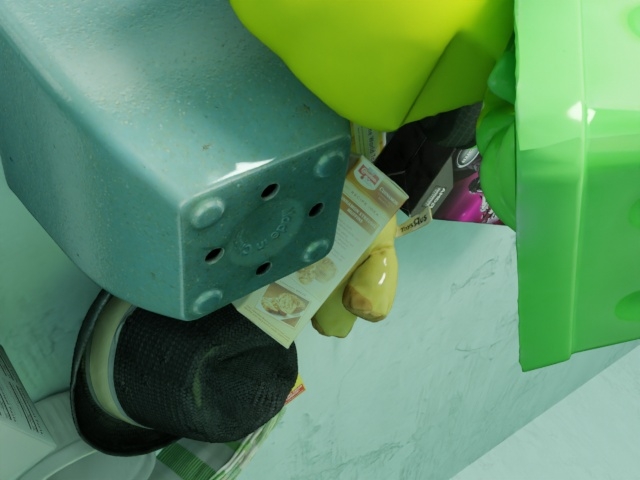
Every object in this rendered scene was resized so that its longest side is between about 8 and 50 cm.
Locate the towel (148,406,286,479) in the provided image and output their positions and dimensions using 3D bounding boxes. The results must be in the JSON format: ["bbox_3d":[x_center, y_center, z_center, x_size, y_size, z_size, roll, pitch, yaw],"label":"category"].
[{"bbox_3d":[-0.196,0.324,1.152,0.038,0.248,0.325,46,71,-19],"label":"towel"}]

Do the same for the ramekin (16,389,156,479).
[{"bbox_3d":[-0.328,0.286,1.102,0.207,0.109,0.207,-30,150,-19],"label":"ramekin"}]

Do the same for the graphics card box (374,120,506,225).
[{"bbox_3d":[0.246,-0.138,1.183,0.371,0.094,0.233,4,125,-54],"label":"graphics card box"}]

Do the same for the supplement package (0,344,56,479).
[{"bbox_3d":[-0.407,0.177,0.817,0.194,0.149,0.203,-37,151,-6],"label":"supplement package"}]

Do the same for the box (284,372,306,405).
[{"bbox_3d":[-0.088,0.191,1.302,0.087,0.058,0.232,-35,151,-12],"label":"box"}]

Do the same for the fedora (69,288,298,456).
[{"bbox_3d":[-0.128,0.142,1.004,0.334,0.152,0.334,-38,141,-41],"label":"fedora"}]

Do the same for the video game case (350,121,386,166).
[{"bbox_3d":[-0.009,-0.090,1.044,0.206,0.026,0.227,-33,149,-13],"label":"video game case"}]

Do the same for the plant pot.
[{"bbox_3d":[-0.107,-0.086,0.702,0.247,0.252,0.248,-26,148,-26],"label":"plant pot"}]

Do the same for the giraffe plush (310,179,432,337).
[{"bbox_3d":[0.000,0.000,1.009,0.170,0.181,0.210,17,131,-32],"label":"giraffe plush"}]

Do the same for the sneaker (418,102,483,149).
[{"bbox_3d":[0.069,-0.255,0.787,0.202,0.185,0.483,-29,141,-2],"label":"sneaker"}]

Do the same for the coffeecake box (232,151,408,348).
[{"bbox_3d":[-0.017,-0.002,0.861,0.068,0.142,0.185,40,87,-20],"label":"coffeecake box"}]

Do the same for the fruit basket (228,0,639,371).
[{"bbox_3d":[0.118,-0.129,0.588,0.392,0.392,0.283,-33,142,-13],"label":"fruit basket"}]
